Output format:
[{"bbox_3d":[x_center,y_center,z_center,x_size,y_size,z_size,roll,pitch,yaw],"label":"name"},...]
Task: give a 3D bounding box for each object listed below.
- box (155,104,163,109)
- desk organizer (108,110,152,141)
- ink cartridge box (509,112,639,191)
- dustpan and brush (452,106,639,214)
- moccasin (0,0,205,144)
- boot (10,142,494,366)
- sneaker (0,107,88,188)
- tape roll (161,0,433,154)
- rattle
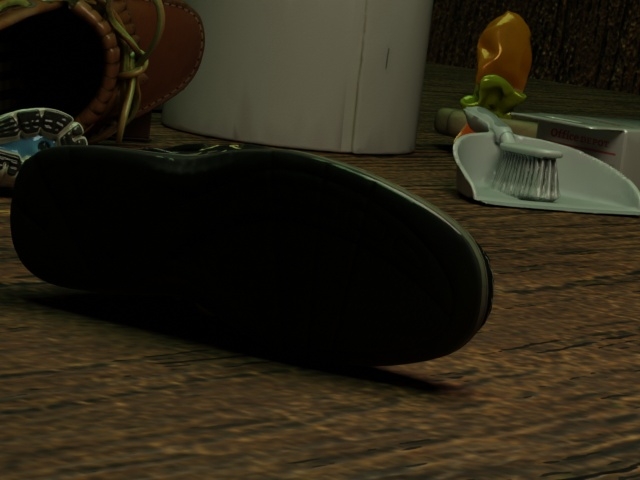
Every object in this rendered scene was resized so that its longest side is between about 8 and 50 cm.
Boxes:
[{"bbox_3d":[-0.202,-0.148,2.001,0.094,0.027,0.137,12,9,41],"label":"box"},{"bbox_3d":[-0.206,-0.114,1.667,0.130,0.050,0.047,2,9,-29],"label":"desk organizer"},{"bbox_3d":[0.253,-0.071,1.696,0.181,0.062,0.104,1,9,-39],"label":"ink cartridge box"},{"bbox_3d":[0.155,-0.069,1.608,0.147,0.060,0.211,4,8,-19],"label":"dustpan and brush"},{"bbox_3d":[-0.198,-0.131,1.482,0.147,0.139,0.380,12,10,28],"label":"moccasin"},{"bbox_3d":[-0.001,-0.002,0.919,0.236,0.085,0.178,11,7,29],"label":"boot"},{"bbox_3d":[-0.232,-0.054,1.256,0.162,0.063,0.073,8,-11,-21],"label":"sneaker"},{"bbox_3d":[-0.021,-0.180,1.871,0.246,0.169,0.246,6,7,-1],"label":"tape roll"},{"bbox_3d":[0.175,-0.145,1.920,0.130,0.143,0.199,29,8,17],"label":"rattle"}]
